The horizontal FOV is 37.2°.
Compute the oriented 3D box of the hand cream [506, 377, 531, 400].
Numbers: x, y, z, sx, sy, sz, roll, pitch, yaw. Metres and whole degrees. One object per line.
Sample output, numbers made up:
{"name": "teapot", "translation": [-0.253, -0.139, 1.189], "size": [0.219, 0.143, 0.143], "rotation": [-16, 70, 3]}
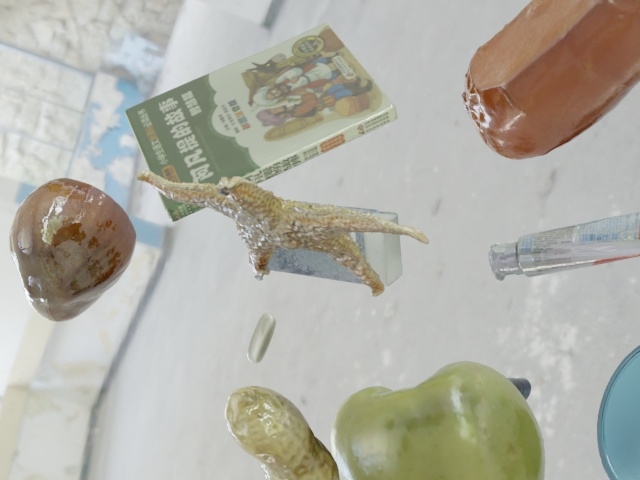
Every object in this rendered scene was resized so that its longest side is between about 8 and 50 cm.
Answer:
{"name": "hand cream", "translation": [0.356, 0.337, 2.057], "size": [0.120, 0.270, 0.061], "rotation": [-45, 59, 30]}

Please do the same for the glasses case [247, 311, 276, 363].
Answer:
{"name": "glasses case", "translation": [-0.093, 0.154, 1.502], "size": [0.032, 0.021, 0.083], "rotation": [31, 103, 50]}

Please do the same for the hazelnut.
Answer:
{"name": "hazelnut", "translation": [-0.367, 0.014, 1.424], "size": [0.210, 0.186, 0.210], "rotation": [36, 134, 48]}

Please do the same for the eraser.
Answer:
{"name": "eraser", "translation": [0.000, 0.000, 1.231], "size": [0.046, 0.212, 0.092], "rotation": [-36, -54, -50]}

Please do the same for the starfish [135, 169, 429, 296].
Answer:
{"name": "starfish", "translation": [-0.021, -0.009, 0.891], "size": [0.295, 0.231, 0.048], "rotation": [8, 68, 27]}

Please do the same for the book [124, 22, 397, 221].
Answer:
{"name": "book", "translation": [-0.072, -0.139, 1.058], "size": [0.027, 0.264, 0.202], "rotation": [71, 172, -45]}

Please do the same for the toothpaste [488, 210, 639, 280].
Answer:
{"name": "toothpaste", "translation": [0.335, 0.006, 1.240], "size": [0.234, 0.057, 0.089], "rotation": [-15, 34, 33]}

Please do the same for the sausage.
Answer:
{"name": "sausage", "translation": [0.243, -0.180, 0.887], "size": [0.258, 0.133, 0.133], "rotation": [-44, 29, 27]}

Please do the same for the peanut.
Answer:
{"name": "peanut", "translation": [-0.048, 0.282, 1.288], "size": [0.103, 0.229, 0.098], "rotation": [-16, 35, 21]}

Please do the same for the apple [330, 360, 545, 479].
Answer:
{"name": "apple", "translation": [0.215, 0.411, 1.683], "size": [0.320, 0.311, 0.361], "rotation": [-11, 102, 57]}

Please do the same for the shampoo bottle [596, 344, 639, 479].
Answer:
{"name": "shampoo bottle", "translation": [0.755, 0.373, 1.766], "size": [0.331, 0.342, 0.331], "rotation": [-43, 35, 41]}
